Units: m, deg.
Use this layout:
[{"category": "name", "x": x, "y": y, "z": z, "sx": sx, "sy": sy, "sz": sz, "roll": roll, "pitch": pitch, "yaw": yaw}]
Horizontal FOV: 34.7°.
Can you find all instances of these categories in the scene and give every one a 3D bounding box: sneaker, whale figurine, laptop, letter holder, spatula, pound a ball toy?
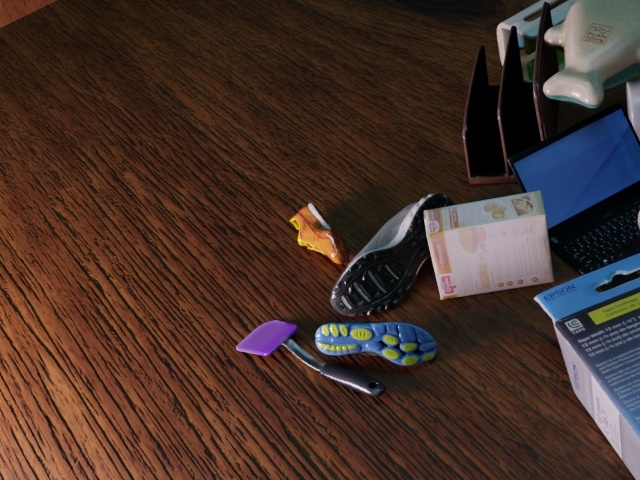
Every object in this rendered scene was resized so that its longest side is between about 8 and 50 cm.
[{"category": "sneaker", "x": 0.088, "y": 0.151, "z": 1.589, "sx": 0.188, "sy": 0.067, "sz": 0.078, "roll": 5, "pitch": 8, "yaw": 8}, {"category": "whale figurine", "x": 0.487, "y": -0.312, "z": 1.766, "sx": 0.216, "sy": 0.141, "sz": 0.272, "roll": 19, "pitch": 59, "yaw": 29}, {"category": "sneaker", "x": 0.118, "y": 0.029, "z": 1.723, "sx": 0.271, "sy": 0.100, "sz": 0.108, "roll": -43, "pitch": 14, "yaw": -20}, {"category": "laptop", "x": 0.480, "y": -0.071, "z": 1.657, "sx": 0.234, "sy": 0.136, "sz": 0.264, "roll": -27, "pitch": 40, "yaw": -11}, {"category": "letter holder", "x": 0.351, "y": -0.281, "z": 1.891, "sx": 0.152, "sy": 0.214, "sz": 0.302, "roll": -2, "pitch": 42, "yaw": 19}, {"category": "spatula", "x": -0.012, "y": 0.187, "z": 1.618, "sx": 0.296, "sy": 0.030, "sz": 0.084, "roll": 21, "pitch": 50, "yaw": 38}, {"category": "sneaker", "x": 0.000, "y": 0.000, "z": 1.826, "sx": 0.067, "sy": 0.064, "sz": 0.175, "roll": -41, "pitch": 35, "yaw": 2}, {"category": "pound a ball toy", "x": 0.507, "y": -0.486, "z": 2.081, "sx": 0.319, "sy": 0.208, "sz": 0.136, "roll": -32, "pitch": 41, "yaw": -17}]

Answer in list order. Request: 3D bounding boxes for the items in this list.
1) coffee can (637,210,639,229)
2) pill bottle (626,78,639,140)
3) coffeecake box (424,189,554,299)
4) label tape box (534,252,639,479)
[{"category": "coffee can", "x": 0.625, "y": -0.111, "z": 1.553, "sx": 0.201, "sy": 0.201, "sz": 0.275, "roll": 15, "pitch": 62, "yaw": 34}, {"category": "pill bottle", "x": 0.674, "y": -0.237, "z": 1.769, "sx": 0.272, "sy": 0.152, "sz": 0.152, "roll": -7, "pitch": 40, "yaw": 14}, {"category": "coffeecake box", "x": 0.269, "y": 0.009, "z": 1.635, "sx": 0.185, "sy": 0.142, "sz": 0.068, "roll": -10, "pitch": 39, "yaw": 9}, {"category": "label tape box", "x": 0.481, "y": 0.168, "z": 1.397, "sx": 0.249, "sy": 0.115, "sz": 0.347, "roll": -21, "pitch": 36, "yaw": -5}]
